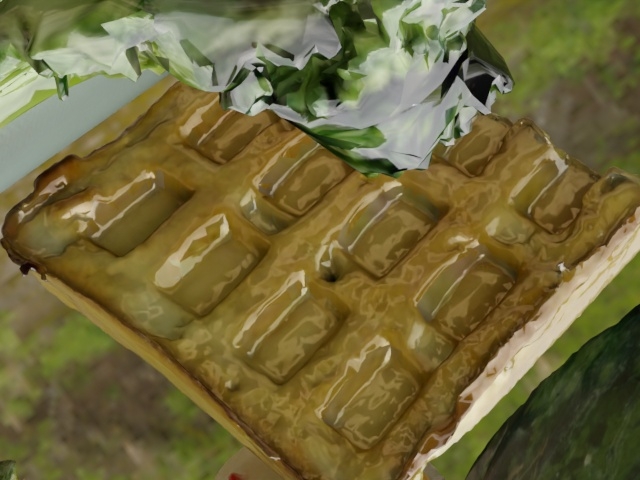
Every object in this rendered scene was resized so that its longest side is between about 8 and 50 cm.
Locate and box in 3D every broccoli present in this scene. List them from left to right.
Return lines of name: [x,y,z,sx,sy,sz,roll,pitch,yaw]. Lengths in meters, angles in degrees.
broccoli: [-0.068,-0.155,0.793,0.338,0.277,0.317,10,-131,41]

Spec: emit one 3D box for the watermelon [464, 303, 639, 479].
watermelon: [0.137,0.044,0.408,0.207,0.136,0.202,-41,163,8]

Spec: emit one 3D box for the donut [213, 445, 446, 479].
donut: [0.027,0.294,1.340,0.142,0.383,0.382,-19,172,-16]

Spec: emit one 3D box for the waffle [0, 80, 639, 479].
waffle: [0.000,0.000,1.261,0.304,0.348,0.077,-45,149,-18]

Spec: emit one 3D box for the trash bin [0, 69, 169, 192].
trash bin: [-0.216,-0.146,1.166,0.262,0.217,0.277,-39,-162,-31]

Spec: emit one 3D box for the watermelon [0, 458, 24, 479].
watermelon: [-0.229,0.317,1.498,0.123,0.301,0.129,19,-131,40]
